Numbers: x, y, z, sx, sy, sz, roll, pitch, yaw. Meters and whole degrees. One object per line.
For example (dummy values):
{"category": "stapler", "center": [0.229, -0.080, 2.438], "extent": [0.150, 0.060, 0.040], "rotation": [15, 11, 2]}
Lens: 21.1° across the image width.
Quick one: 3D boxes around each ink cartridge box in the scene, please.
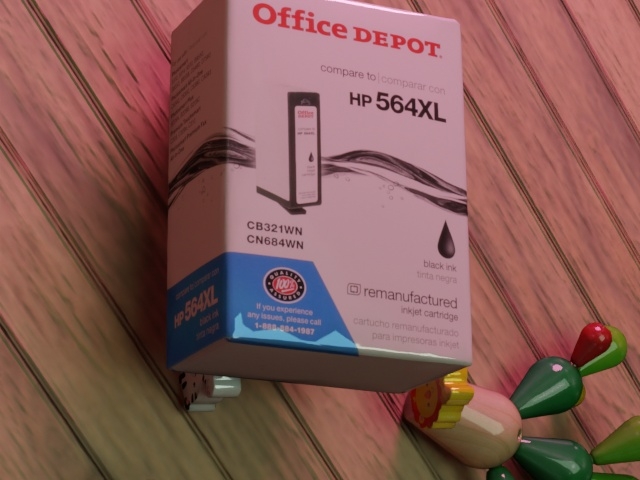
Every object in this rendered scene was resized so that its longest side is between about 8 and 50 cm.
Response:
{"category": "ink cartridge box", "center": [-0.001, -0.028, 0.938], "extent": [0.148, 0.086, 0.203], "rotation": [7, 71, -25]}

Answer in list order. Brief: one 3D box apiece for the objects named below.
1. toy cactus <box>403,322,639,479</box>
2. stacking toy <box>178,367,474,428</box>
{"category": "toy cactus", "center": [0.138, 0.138, 1.077], "extent": [0.180, 0.112, 0.219], "rotation": [28, 73, -19]}
{"category": "stacking toy", "center": [0.000, 0.000, 1.011], "extent": [0.167, 0.052, 0.221], "rotation": [4, 72, -26]}
